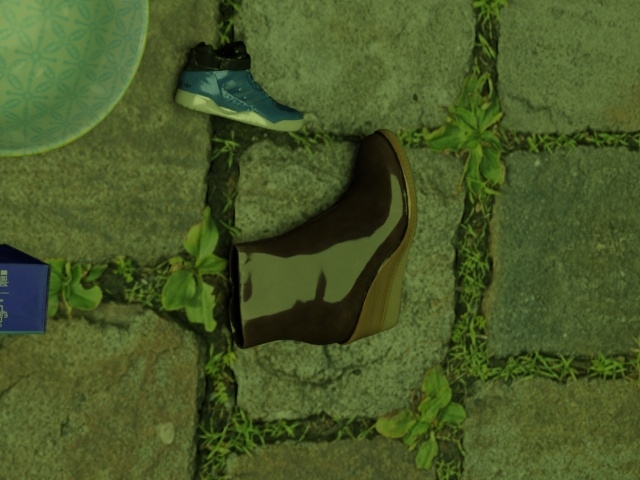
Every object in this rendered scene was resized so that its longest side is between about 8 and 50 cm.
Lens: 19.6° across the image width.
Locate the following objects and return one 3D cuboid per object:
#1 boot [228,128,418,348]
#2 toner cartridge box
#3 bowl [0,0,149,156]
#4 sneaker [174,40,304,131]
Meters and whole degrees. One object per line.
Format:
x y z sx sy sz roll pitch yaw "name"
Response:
0.000 0.000 2.089 0.207 0.090 0.248 -3 101 -28 "boot"
-0.458 0.044 1.831 0.348 0.165 0.075 2 96 -26 "toner cartridge box"
-0.331 -0.233 1.862 0.290 0.156 0.289 -3 98 -25 "bowl"
-0.080 -0.174 2.047 0.152 0.058 0.084 13 99 -20 "sneaker"
